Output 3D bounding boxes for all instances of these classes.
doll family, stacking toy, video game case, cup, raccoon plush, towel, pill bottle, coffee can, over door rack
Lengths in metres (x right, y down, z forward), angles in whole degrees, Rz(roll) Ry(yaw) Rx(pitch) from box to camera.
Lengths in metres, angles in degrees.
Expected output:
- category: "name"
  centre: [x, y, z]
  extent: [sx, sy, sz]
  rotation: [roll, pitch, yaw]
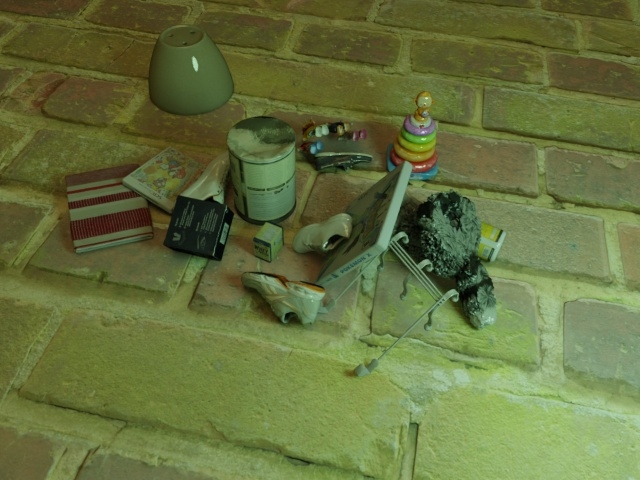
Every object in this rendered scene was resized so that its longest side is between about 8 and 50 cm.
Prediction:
- category: "doll family"
  centre: [0.027, -0.385, 1.913]
  extent: [0.263, 0.118, 0.163]
  rotation: [-17, 15, -17]
- category: "stacking toy"
  centre: [0.323, -0.359, 1.802]
  extent: [0.175, 0.301, 0.165]
  rotation: [4, 50, 0]
- category: "video game case"
  centre: [0.122, -0.045, 1.556]
  extent: [0.036, 0.300, 0.328]
  rotation: [35, 50, -16]
- category: "cup"
  centre: [-0.505, -0.673, 2.079]
  extent: [0.332, 0.236, 0.330]
  rotation: [1, 50, -2]
- category: "raccoon plush"
  centre: [0.293, 0.053, 1.575]
  extent: [0.216, 0.299, 0.445]
  rotation: [-1, 77, -36]
- category: "towel"
  centre: [-0.671, -0.108, 1.733]
  extent: [0.237, 0.037, 0.328]
  rotation: [-13, 53, -15]
- category: "pill bottle"
  centre: [0.455, -0.015, 1.648]
  extent: [0.184, 0.103, 0.103]
  rotation: [25, 54, 17]
- category: "video game case"
  centre: [-0.495, -0.206, 1.802]
  extent: [0.207, 0.026, 0.227]
  rotation: [30, 51, 14]
- category: "coffee can"
  centre: [-0.175, -0.210, 1.677]
  extent: [0.202, 0.275, 0.201]
  rotation: [1, 50, -2]
- category: "over door rack"
  centre: [0.172, 0.166, 1.443]
  extent: [0.324, 0.108, 0.239]
  rotation: [-42, 57, 8]

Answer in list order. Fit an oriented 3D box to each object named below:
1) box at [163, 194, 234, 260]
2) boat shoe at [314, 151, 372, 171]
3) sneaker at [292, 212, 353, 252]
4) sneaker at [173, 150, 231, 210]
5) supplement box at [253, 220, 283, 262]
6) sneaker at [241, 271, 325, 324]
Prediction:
- category: "box"
  centre: [-0.356, -0.036, 1.607]
  extent: [0.159, 0.093, 0.155]
  rotation: [12, 79, 8]
- category: "boat shoe"
  centre: [0.079, -0.270, 1.892]
  extent: [0.206, 0.075, 0.064]
  rotation: [-1, 93, -9]
- category: "sneaker"
  centre: [0.000, 0.000, 1.577]
  extent: [0.212, 0.080, 0.094]
  rotation: [-28, 43, 32]
- category: "sneaker"
  centre: [-0.331, -0.166, 1.756]
  extent: [0.123, 0.105, 0.290]
  rotation: [30, 66, 18]
- category: "supplement box"
  centre: [-0.154, 0.004, 1.624]
  extent: [0.056, 0.083, 0.083]
  rotation: [22, 52, 16]
- category: "sneaker"
  centre: [-0.117, 0.158, 1.493]
  extent: [0.263, 0.099, 0.120]
  rotation: [13, 92, 32]
